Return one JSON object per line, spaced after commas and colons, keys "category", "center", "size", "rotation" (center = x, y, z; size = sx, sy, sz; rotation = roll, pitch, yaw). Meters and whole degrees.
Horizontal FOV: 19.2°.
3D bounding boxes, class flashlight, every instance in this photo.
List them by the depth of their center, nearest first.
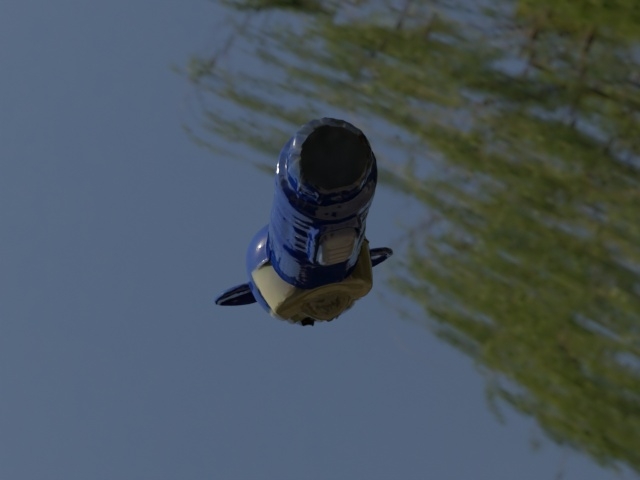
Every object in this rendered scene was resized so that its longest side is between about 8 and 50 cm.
{"category": "flashlight", "center": [0.000, 0.000, 0.531], "size": [0.057, 0.035, 0.121], "rotation": [-14, -16, -9]}
